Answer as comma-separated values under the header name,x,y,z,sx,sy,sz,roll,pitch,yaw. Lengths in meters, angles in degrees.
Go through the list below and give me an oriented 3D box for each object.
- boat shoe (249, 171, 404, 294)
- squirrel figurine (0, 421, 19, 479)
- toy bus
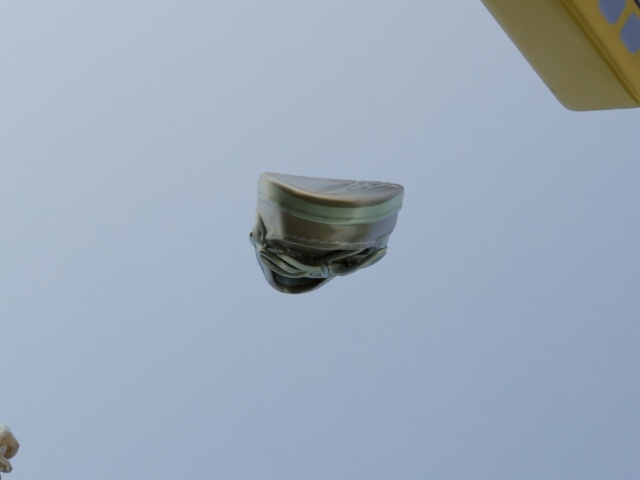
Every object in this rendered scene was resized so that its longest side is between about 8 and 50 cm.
name,x,y,z,sx,sy,sz,roll,pitch,yaw
boat shoe,-0.002,0.000,0.752,0.153,0.056,0.048,-173,-92,-81
squirrel figurine,-0.318,0.132,0.977,0.397,0.370,0.281,15,-105,51
toy bus,0.157,-0.253,1.475,0.108,0.332,0.130,2,-126,48
